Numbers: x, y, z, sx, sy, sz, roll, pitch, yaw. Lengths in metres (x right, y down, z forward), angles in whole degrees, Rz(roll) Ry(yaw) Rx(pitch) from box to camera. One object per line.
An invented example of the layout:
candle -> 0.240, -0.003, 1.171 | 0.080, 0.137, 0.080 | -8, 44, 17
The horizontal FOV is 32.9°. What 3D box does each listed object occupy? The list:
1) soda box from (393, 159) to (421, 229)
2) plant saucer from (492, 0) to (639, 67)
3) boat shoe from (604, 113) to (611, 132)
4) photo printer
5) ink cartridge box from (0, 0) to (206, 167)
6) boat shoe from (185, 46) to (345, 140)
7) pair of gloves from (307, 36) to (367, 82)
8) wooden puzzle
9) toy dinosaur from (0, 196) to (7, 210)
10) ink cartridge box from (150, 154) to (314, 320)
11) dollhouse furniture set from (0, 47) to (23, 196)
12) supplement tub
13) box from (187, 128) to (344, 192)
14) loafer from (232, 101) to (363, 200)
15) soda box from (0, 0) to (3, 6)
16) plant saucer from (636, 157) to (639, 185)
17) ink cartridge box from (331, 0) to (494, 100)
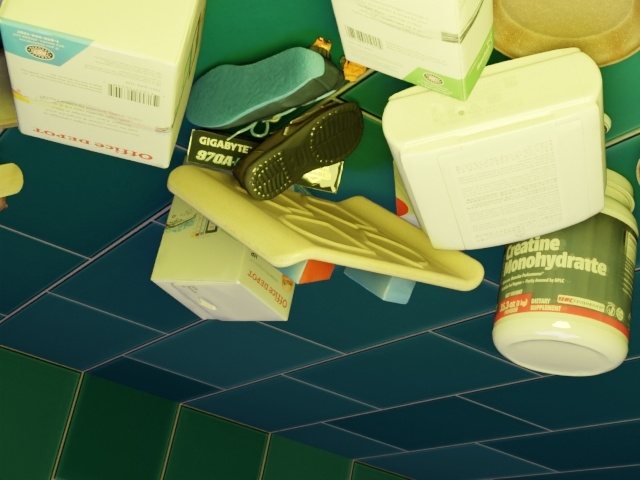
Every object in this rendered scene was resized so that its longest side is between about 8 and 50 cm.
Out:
soda box -> 0.166, -0.081, 1.616 | 0.098, 0.091, 0.286 | 8, 157, 9
plant saucer -> 0.274, -0.259, 1.216 | 0.198, 0.036, 0.198 | 11, 157, 5
boat shoe -> 0.314, -0.159, 1.425 | 0.142, 0.040, 0.049 | 16, 157, -10
photo printer -> 0.230, -0.095, 1.364 | 0.256, 0.107, 0.307 | -14, 150, 10
ink cartridge box -> -0.250, -0.245, 1.297 | 0.198, 0.197, 0.270 | 13, 157, -5
boat shoe -> -0.077, -0.188, 1.465 | 0.258, 0.109, 0.089 | -1, 170, 44
pair of gloves -> 0.020, -0.236, 1.428 | 0.083, 0.010, 0.074 | 17, 157, -10
wooden puzzle -> 0.000, 0.000, 1.487 | 0.348, 0.080, 0.322 | 7, -163, -39
toy dinosaur -> -0.625, -0.102, 1.932 | 0.200, 0.127, 0.296 | -6, 158, 22
ink cartridge box -> -0.138, -0.003, 1.765 | 0.168, 0.232, 0.171 | -1, 155, 28
dollhouse furniture set -> -0.628, -0.182, 1.613 | 0.355, 0.303, 0.174 | -3, -169, 35
supplement tub -> 0.359, 0.044, 1.578 | 0.191, 0.272, 0.191 | 10, 157, 4
box -> -0.075, -0.120, 1.598 | 0.220, 0.051, 0.175 | 12, -173, 1
loafer -> -0.033, -0.133, 1.466 | 0.078, 0.220, 0.080 | 24, 134, 43
soda box -> -0.473, -0.327, 1.376 | 0.216, 0.074, 0.069 | -5, 152, 34
plant saucer -> 0.577, -0.101, 1.422 | 0.310, 0.050, 0.310 | 10, 158, 4
ink cartridge box -> 0.098, -0.265, 1.169 | 0.160, 0.092, 0.219 | 23, 161, 19
